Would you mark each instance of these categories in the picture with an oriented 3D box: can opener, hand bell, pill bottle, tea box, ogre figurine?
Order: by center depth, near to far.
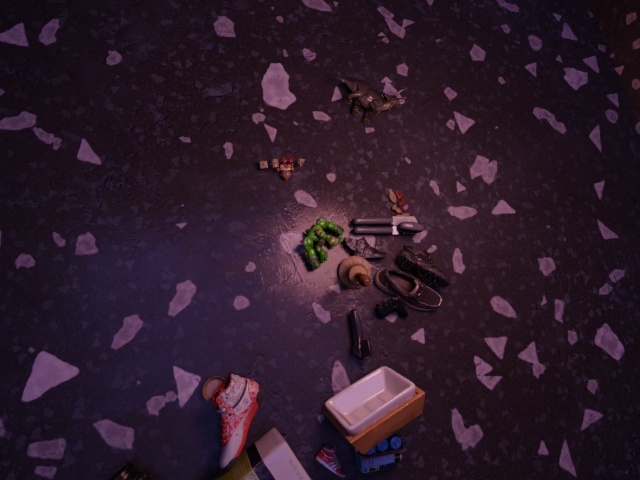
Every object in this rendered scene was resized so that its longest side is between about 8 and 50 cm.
[{"bbox_3d":[-0.519,0.759,1.180,0.122,0.123,0.219,-40,90,-20],"label":"pill bottle"},{"bbox_3d":[-0.158,0.811,1.215,0.323,0.220,0.329,-35,88,-19],"label":"tea box"},{"bbox_3d":[0.136,0.128,1.431,0.126,0.242,0.126,0,94,-3],"label":"hand bell"},{"bbox_3d":[0.139,0.341,1.497,0.073,0.059,0.186,-14,70,9],"label":"can opener"},{"bbox_3d":[0.000,0.000,1.521,0.197,0.097,0.118,-47,110,-5],"label":"ogre figurine"},{"bbox_3d":[0.262,-0.063,1.610,0.280,0.093,0.074,-1,78,-11],"label":"can opener"}]

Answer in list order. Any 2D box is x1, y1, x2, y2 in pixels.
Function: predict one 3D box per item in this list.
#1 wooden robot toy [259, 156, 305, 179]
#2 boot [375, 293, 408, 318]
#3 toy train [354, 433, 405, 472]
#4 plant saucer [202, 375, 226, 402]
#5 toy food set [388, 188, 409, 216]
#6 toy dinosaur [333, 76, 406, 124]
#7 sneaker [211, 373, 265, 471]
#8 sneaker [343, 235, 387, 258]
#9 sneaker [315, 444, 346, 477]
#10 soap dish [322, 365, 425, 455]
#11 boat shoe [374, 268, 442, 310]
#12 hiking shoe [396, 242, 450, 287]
[{"bbox_3d":[-0.140,-0.269,1.557,0.173,0.076,0.079,-6,90,-16],"label":"wooden robot toy"},{"bbox_3d":[0.268,0.263,1.549,0.099,0.045,0.121,-31,120,-1],"label":"boot"},{"bbox_3d":[0.203,0.724,1.413,0.184,0.080,0.105,-2,87,-18],"label":"toy train"},{"bbox_3d":[-0.343,0.488,1.348,0.083,0.015,0.084,3,77,-14],"label":"plant saucer"},{"bbox_3d":[0.321,-0.152,1.681,0.077,0.019,0.122,-5,71,-17],"label":"toy food set"},{"bbox_3d":[0.188,-0.595,1.714,0.313,0.121,0.160,25,60,-4],"label":"toy dinosaur"},{"bbox_3d":[-0.292,0.561,1.295,0.144,0.090,0.270,32,65,-19],"label":"sneaker"},{"bbox_3d":[0.174,0.026,1.580,0.170,0.051,0.089,-2,82,-12],"label":"sneaker"},{"bbox_3d":[0.048,0.738,1.383,0.118,0.042,0.067,36,74,-3],"label":"sneaker"},{"bbox_3d":[0.178,0.559,1.374,0.290,0.229,0.118,-25,101,-19],"label":"soap dish"},{"bbox_3d":[0.346,0.187,1.567,0.285,0.092,0.103,28,70,-8],"label":"boat shoe"},{"bbox_3d":[0.413,0.090,1.601,0.226,0.086,0.114,33,53,5],"label":"hiking shoe"}]
